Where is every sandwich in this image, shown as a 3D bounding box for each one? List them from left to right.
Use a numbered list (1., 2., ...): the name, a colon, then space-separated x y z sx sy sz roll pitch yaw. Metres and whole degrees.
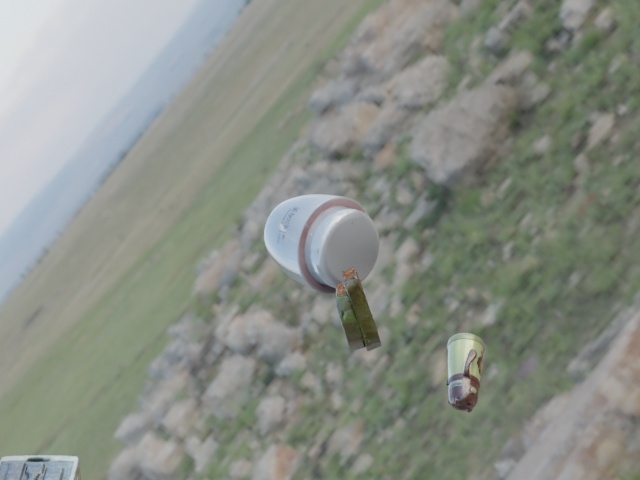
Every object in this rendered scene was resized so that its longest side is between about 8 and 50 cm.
1. sandwich: 0.031 0.066 1.220 0.029 0.067 0.135 -19 -18 0

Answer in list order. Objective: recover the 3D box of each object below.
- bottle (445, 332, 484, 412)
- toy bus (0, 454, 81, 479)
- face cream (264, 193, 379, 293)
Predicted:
1. bottle: 0.178 0.166 1.687 0.047 0.063 0.101 -12 45 22
2. toy bus: -0.266 0.316 1.222 0.268 0.092 0.106 -91 1 -47
3. face cream: 0.000 0.000 1.278 0.095 0.091 0.091 18 66 49
